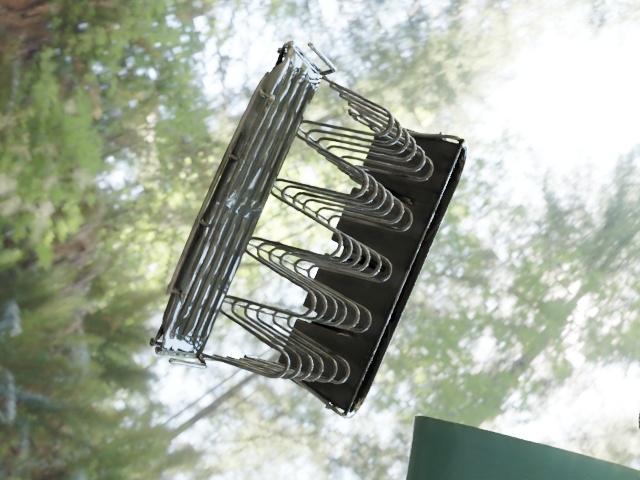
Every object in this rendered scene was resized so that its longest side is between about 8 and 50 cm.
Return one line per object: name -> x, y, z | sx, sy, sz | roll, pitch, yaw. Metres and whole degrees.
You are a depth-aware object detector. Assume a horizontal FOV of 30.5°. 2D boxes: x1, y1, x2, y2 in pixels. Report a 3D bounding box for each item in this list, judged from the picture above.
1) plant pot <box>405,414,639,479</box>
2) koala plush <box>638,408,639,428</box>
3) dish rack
plant pot -> 0.224, 0.353, 1.366 | 0.293, 0.293, 0.235 | 9, -100, 32
koala plush -> 0.484, 0.160, 1.364 | 0.203, 0.196, 0.221 | -4, -47, -1
dish rack -> 0.000, 0.000, 0.719 | 0.074, 0.271, 0.208 | 22, -92, 19
